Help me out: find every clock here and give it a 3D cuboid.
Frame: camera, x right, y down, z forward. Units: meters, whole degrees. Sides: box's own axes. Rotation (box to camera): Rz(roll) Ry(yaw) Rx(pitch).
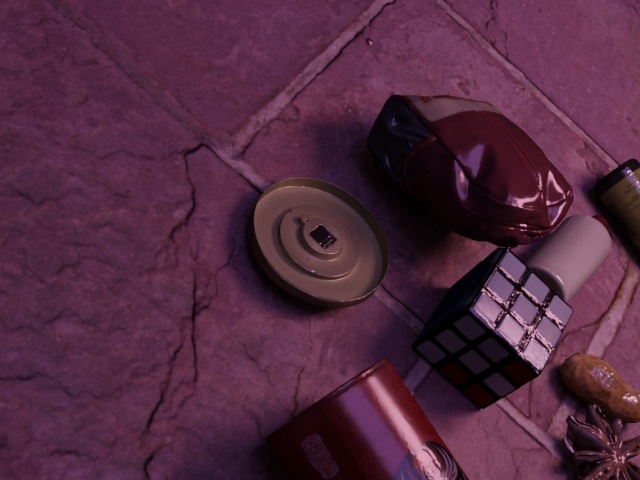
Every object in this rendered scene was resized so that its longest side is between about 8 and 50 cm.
[{"bbox_3d":[0.000,0.000,1.597,0.234,0.029,0.235,15,48,-18],"label":"clock"}]

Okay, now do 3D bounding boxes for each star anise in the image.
[{"bbox_3d":[0.468,0.364,1.669,0.182,0.065,0.195,20,50,-26],"label":"star anise"}]

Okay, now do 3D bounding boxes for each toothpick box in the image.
[{"bbox_3d":[0.099,0.348,1.365,0.204,0.204,0.333,-26,78,-39],"label":"toothpick box"}]

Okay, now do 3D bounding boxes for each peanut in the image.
[{"bbox_3d":[0.483,0.251,1.730,0.174,0.080,0.080,34,51,-8],"label":"peanut"}]

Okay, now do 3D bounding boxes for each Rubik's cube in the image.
[{"bbox_3d":[0.270,0.137,1.617,0.163,0.162,0.160,43,51,-4],"label":"Rubik's cube"}]

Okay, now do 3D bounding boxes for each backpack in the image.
[{"bbox_3d":[0.262,-0.105,1.705,0.283,0.197,0.317,-8,44,-36],"label":"backpack"}]

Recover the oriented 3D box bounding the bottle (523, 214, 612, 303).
[{"bbox_3d":[0.443,0.027,1.823,0.104,0.104,0.245,48,51,2],"label":"bottle"}]

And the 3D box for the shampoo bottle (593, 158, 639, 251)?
[{"bbox_3d":[0.645,-0.019,1.972,0.101,0.101,0.284,-29,81,-39],"label":"shampoo bottle"}]
